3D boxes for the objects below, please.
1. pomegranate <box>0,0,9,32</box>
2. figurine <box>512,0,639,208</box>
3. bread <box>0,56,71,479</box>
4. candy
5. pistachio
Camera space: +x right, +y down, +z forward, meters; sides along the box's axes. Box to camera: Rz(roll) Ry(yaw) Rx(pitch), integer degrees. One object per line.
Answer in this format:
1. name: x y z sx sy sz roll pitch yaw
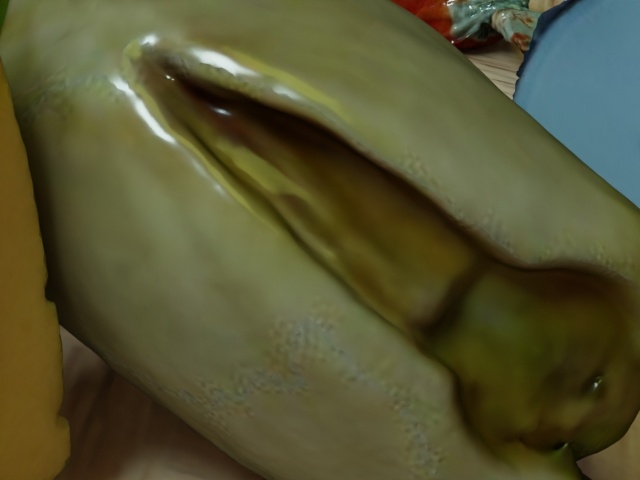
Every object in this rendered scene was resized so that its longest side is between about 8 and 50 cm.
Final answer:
1. pomegranate: -0.133 -0.115 0.810 0.202 0.202 0.248 24 9 18
2. figurine: 0.245 -0.120 0.962 0.276 0.248 0.388 8 21 30
3. bread: -0.212 0.001 0.590 0.183 0.224 0.211 26 39 32
4. candy: 0.045 -0.169 1.130 0.292 0.059 0.086 33 34 29
5. pistachio: 0.000 0.000 0.700 0.288 0.166 0.197 40 -4 -13
